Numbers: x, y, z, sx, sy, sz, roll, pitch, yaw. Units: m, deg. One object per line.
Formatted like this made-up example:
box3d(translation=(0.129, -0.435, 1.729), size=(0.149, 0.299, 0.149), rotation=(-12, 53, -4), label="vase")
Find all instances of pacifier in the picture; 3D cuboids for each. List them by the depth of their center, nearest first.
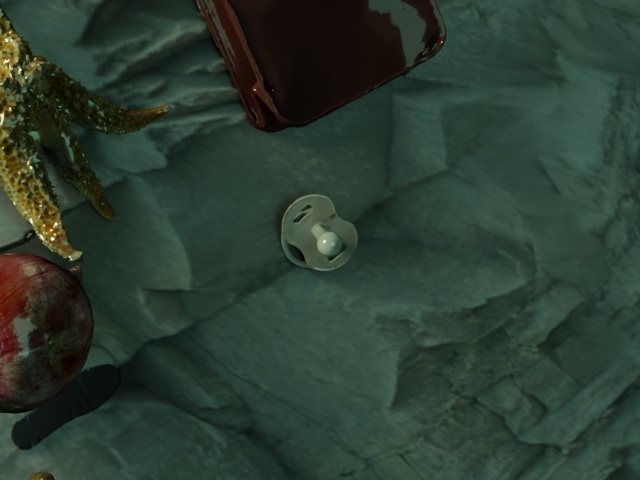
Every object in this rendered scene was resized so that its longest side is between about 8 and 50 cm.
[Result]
box3d(translation=(0.000, 0.000, 1.663), size=(0.081, 0.078, 0.099), rotation=(-43, 116, 0), label="pacifier")

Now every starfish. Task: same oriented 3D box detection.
box3d(translation=(-0.296, -0.109, 1.467), size=(0.293, 0.084, 0.301), rotation=(44, 65, -24), label="starfish")

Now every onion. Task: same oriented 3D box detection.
box3d(translation=(-0.287, 0.077, 1.448), size=(0.195, 0.159, 0.159), rotation=(-40, 114, -52), label="onion")

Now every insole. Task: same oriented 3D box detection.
box3d(translation=(-0.265, 0.173, 1.543), size=(0.135, 0.002, 0.045), rotation=(-36, 109, -26), label="insole")

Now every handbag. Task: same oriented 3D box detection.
box3d(translation=(-0.013, -0.284, 1.646), size=(0.260, 0.084, 0.275), rotation=(-29, 106, -25), label="handbag")

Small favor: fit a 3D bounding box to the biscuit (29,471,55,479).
box3d(translation=(-0.282, 0.346, 1.518), size=(0.182, 0.034, 0.215), rotation=(-3, 93, -33), label="biscuit")
